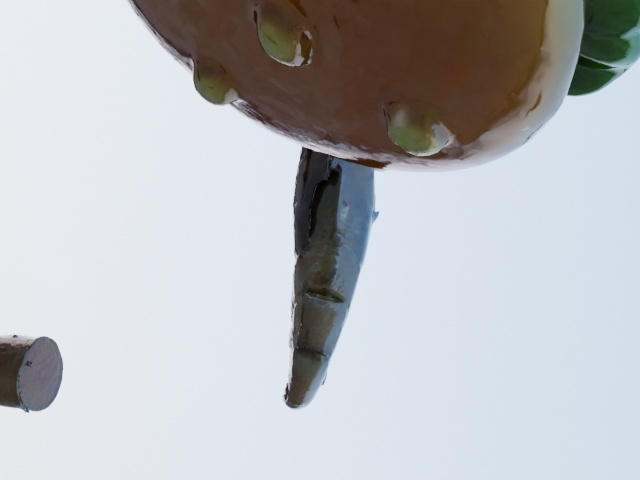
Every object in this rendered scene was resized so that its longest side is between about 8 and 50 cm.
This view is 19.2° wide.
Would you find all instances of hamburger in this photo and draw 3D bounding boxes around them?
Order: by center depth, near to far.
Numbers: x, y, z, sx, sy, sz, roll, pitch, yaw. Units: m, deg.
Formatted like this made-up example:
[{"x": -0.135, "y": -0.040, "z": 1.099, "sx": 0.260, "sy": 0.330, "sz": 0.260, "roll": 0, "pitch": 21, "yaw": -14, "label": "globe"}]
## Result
[{"x": 0.037, "y": -0.227, "z": 1.125, "sx": 0.395, "sy": 0.277, "sz": 0.396, "roll": 29, "pitch": -31, "yaw": 19, "label": "hamburger"}]

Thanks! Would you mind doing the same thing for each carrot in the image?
[{"x": -0.225, "y": 0.078, "z": 1.134, "sx": 0.139, "sy": 0.048, "sz": 0.048, "roll": 1, "pitch": -62, "yaw": 24, "label": "carrot"}]

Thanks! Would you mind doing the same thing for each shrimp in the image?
[{"x": 0.008, "y": 0.002, "z": 1.549, "sx": 0.178, "sy": 0.075, "sz": 0.289, "roll": 114, "pitch": -20, "yaw": -72, "label": "shrimp"}]

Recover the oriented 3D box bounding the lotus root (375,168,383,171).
[{"x": 0.081, "y": -0.200, "z": 2.409, "sx": 0.284, "sy": 0.146, "sz": 0.160, "roll": -93, "pitch": -174, "yaw": -56, "label": "lotus root"}]
